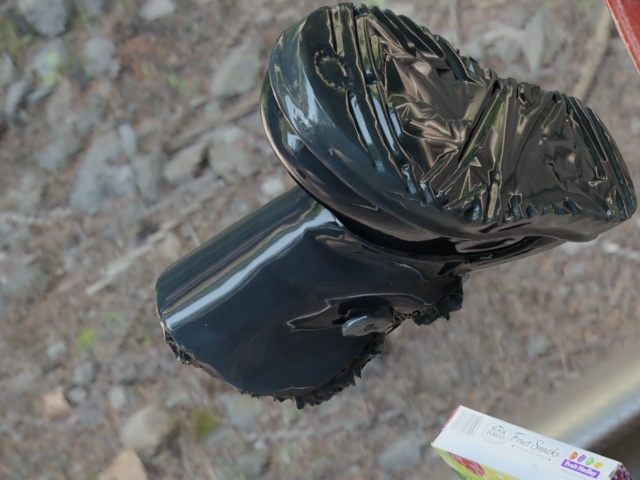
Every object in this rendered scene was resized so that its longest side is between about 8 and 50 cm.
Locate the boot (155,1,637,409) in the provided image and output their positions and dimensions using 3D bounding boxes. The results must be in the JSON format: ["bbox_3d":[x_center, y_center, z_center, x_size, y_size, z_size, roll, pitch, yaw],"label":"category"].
[{"bbox_3d":[0.000,0.000,0.751,0.207,0.246,0.094,-31,68,29],"label":"boot"}]

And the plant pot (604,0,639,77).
[{"bbox_3d":[0.276,-0.025,0.397,0.235,0.267,0.267,-29,6,-27],"label":"plant pot"}]

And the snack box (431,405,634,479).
[{"bbox_3d":[0.148,0.161,1.069,0.141,0.100,0.037,16,63,51],"label":"snack box"}]
